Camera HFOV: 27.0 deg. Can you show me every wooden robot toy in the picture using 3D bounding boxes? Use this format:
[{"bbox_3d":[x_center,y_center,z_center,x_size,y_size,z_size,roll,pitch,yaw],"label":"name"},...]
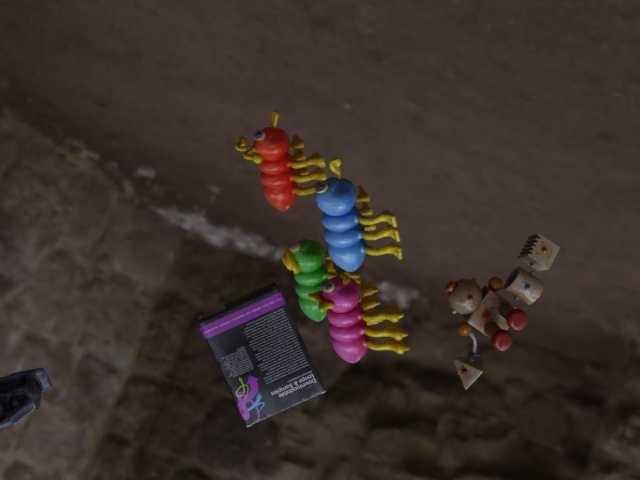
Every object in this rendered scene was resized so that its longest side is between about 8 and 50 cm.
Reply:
[{"bbox_3d":[0.166,0.060,1.345,0.079,0.173,0.076,34,-177,-9],"label":"wooden robot toy"}]

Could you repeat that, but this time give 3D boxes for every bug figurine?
[{"bbox_3d":[0.000,0.000,1.254,0.072,0.216,0.279,-19,-158,-13],"label":"bug figurine"}]

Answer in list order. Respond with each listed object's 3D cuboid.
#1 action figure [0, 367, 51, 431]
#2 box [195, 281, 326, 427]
[{"bbox_3d":[-0.404,0.138,1.089,0.330,0.341,0.178,-112,8,-55],"label":"action figure"},{"bbox_3d":[-0.077,0.149,1.733,0.029,0.116,0.162,-117,4,-75],"label":"box"}]
